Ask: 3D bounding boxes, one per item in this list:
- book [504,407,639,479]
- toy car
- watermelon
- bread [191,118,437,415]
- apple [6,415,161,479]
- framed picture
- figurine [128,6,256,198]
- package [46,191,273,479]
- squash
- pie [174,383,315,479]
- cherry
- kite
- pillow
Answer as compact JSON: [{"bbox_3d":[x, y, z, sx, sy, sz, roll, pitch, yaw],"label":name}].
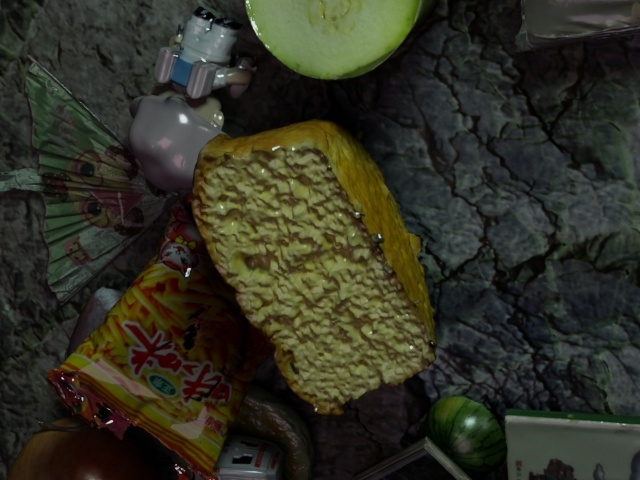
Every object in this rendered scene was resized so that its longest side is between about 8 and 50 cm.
[{"bbox_3d":[0.397,0.320,1.795,0.371,0.043,0.260,2,114,18],"label":"book"},{"bbox_3d":[-0.094,0.335,1.897,0.108,0.089,0.210,2,117,10],"label":"toy car"},{"bbox_3d":[0.159,0.234,1.817,0.105,0.062,0.105,20,127,30],"label":"watermelon"},{"bbox_3d":[0.000,0.000,1.697,0.194,0.179,0.340,-21,112,22],"label":"bread"},{"bbox_3d":[-0.291,0.321,1.960,0.209,0.164,0.209,15,127,21],"label":"apple"},{"bbox_3d":[0.126,0.306,1.855,0.142,0.011,0.183,44,144,-5],"label":"framed picture"},{"bbox_3d":[-0.146,-0.139,1.726,0.137,0.112,0.229,25,110,12],"label":"figurine"},{"bbox_3d":[-0.147,0.119,1.803,0.223,0.108,0.288,37,78,-6],"label":"package"},{"bbox_3d":[0.014,-0.279,1.597,0.220,0.133,0.220,8,112,19],"label":"squash"},{"bbox_3d":[-0.095,0.252,1.929,0.186,0.041,0.187,8,117,15],"label":"pie"},{"bbox_3d":[-0.269,0.133,1.892,0.188,0.115,0.148,-5,126,25],"label":"cherry"},{"bbox_3d":[-0.290,-0.060,1.863,0.267,0.013,0.323,7,116,15],"label":"kite"},{"bbox_3d":[0.307,-0.271,1.536,0.255,0.059,0.169,-3,113,21],"label":"pillow"}]
